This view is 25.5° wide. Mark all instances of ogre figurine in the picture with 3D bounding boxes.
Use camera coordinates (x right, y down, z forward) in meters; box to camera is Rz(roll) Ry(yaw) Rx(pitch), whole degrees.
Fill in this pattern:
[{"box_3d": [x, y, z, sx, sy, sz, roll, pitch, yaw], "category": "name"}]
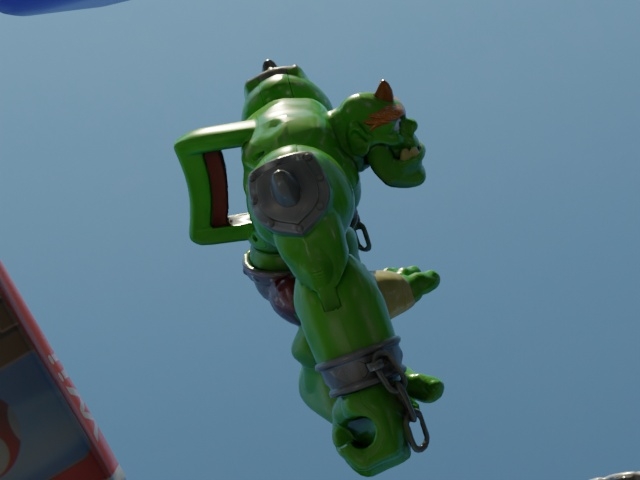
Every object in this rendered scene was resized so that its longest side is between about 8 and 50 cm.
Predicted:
[{"box_3d": [0.000, 0.000, 0.569, 0.097, 0.118, 0.197, -10, -154, 21], "category": "ogre figurine"}]

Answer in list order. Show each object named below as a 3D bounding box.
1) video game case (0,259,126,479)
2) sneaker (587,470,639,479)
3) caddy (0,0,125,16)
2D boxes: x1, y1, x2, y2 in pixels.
[{"box_3d": [-0.207, -0.010, 0.355, 0.204, 0.025, 0.285, -30, -87, 0], "category": "video game case"}, {"box_3d": [0.199, 0.230, 0.962, 0.115, 0.281, 0.105, 1, -120, -32], "category": "sneaker"}, {"box_3d": [-0.193, -0.331, 1.258, 0.179, 0.341, 0.241, -9, -82, 31], "category": "caddy"}]
